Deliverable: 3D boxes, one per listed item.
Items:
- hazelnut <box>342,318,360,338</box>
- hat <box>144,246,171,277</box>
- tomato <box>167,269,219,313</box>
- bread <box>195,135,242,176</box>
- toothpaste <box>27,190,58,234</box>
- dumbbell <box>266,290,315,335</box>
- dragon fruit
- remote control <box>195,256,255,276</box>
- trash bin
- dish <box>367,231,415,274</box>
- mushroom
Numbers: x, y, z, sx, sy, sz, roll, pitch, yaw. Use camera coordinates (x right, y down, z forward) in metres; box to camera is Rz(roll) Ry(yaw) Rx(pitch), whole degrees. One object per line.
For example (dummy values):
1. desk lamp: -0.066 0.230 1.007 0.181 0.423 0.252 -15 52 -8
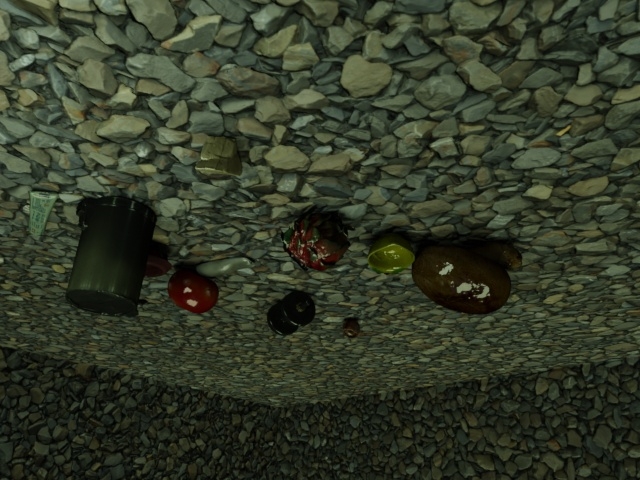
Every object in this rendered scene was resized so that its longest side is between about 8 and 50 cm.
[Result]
1. hazelnut: 0.137 0.393 2.447 0.087 0.086 0.086 2 153 1
2. hat: -0.610 0.063 1.871 0.206 0.089 0.205 0 157 0
3. tomato: -0.470 0.190 2.023 0.195 0.136 0.195 23 172 4
4. bread: -0.244 -0.175 1.355 0.077 0.105 0.152 7 153 6
5. toothpaste: -0.848 -0.080 1.660 0.069 0.047 0.268 32 143 -13
6. dumbbell: -0.119 0.296 2.221 0.143 0.143 0.325 15 151 -23
7. dragon fruit: -0.008 0.003 1.613 0.189 0.182 0.182 -12 149 29
8. remote control: -0.344 0.099 1.965 0.229 0.044 0.073 -9 148 23
9. trash bin: -0.610 0.048 1.608 0.203 0.301 0.252 -21 145 39
10. dish: 0.221 0.032 1.743 0.149 0.080 0.207 4 151 -2
11. mushroom: 0.447 0.122 1.758 0.345 0.239 0.345 16 140 14
